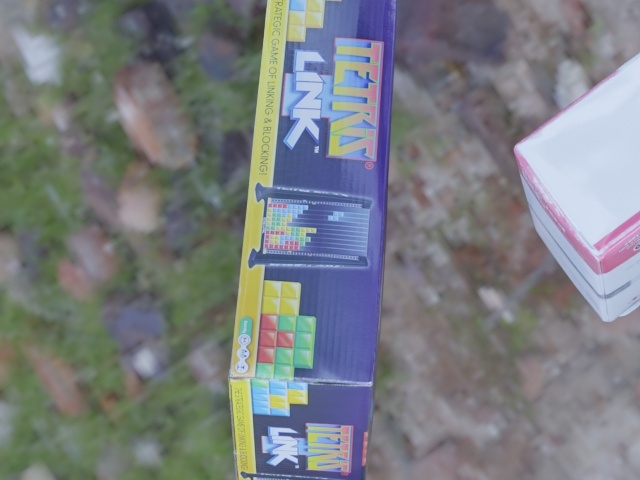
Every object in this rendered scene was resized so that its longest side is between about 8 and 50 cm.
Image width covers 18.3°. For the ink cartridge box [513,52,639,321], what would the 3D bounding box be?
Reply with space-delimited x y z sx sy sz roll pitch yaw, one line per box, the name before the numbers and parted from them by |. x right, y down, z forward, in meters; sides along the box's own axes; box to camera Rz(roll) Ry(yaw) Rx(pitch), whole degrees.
ink cartridge box | 0.212 -0.043 1.237 0.092 0.158 0.218 54 180 17

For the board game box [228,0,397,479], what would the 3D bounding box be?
board game box | 0.000 0.000 0.701 0.141 0.048 0.170 93 -179 -63
